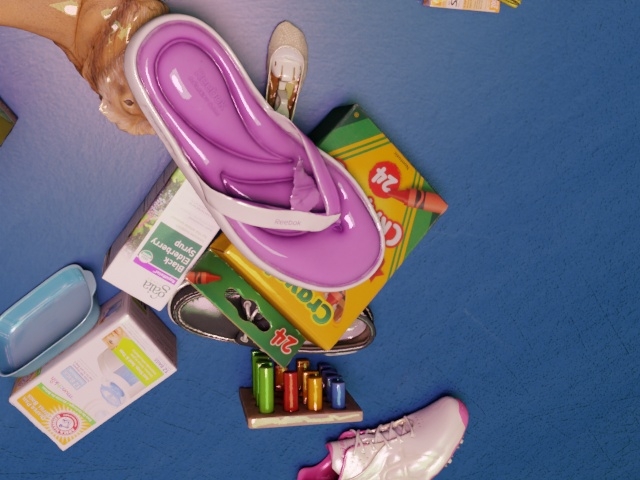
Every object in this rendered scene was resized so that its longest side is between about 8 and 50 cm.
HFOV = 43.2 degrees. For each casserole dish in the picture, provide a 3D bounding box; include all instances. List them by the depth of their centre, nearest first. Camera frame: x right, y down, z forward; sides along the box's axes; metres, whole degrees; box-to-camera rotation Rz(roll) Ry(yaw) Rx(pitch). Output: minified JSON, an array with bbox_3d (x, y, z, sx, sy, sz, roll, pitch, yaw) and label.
[{"bbox_3d":[-0.373,0.114,1.105,0.188,0.114,0.037,-37,140,4],"label":"casserole dish"}]

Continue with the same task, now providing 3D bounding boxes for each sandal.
[{"bbox_3d":[-0.066,-0.080,0.945,0.416,0.102,0.169,44,78,-23],"label":"sandal"}]

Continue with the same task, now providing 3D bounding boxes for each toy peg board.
[{"bbox_3d":[-0.033,0.208,1.181,0.161,0.161,0.079,-2,96,-10],"label":"toy peg board"}]

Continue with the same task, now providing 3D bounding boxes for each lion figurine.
[{"bbox_3d":[-0.328,-0.292,0.961,0.392,0.142,0.240,21,113,-3],"label":"lion figurine"}]

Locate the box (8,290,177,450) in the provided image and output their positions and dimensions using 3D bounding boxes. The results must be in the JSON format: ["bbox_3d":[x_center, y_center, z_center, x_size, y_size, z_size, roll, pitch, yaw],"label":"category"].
[{"bbox_3d":[-0.315,0.179,1.137,0.203,0.103,0.114,-35,112,3],"label":"box"}]

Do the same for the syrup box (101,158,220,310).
[{"bbox_3d":[-0.190,-0.032,1.088,0.093,0.096,0.237,33,100,-20],"label":"syrup box"}]

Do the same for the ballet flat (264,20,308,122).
[{"bbox_3d":[-0.046,-0.203,1.074,0.057,0.052,0.168,4,109,-12],"label":"ballet flat"}]

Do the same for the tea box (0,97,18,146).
[{"bbox_3d":[-0.548,-0.087,0.874,0.329,0.323,0.220,-35,113,2],"label":"tea box"}]

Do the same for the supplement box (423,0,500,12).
[{"bbox_3d":[0.191,-0.340,1.078,0.098,0.036,0.062,1,109,-11],"label":"supplement box"}]

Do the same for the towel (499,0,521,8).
[{"bbox_3d":[0.170,-0.395,1.035,0.237,0.021,0.102,23,88,-11],"label":"towel"}]

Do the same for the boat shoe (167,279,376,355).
[{"bbox_3d":[-0.067,0.107,1.165,0.303,0.091,0.114,0,110,-11],"label":"boat shoe"}]

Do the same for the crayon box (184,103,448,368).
[{"bbox_3d":[0.000,0.000,1.085,0.202,0.081,0.318,44,77,-20],"label":"crayon box"}]

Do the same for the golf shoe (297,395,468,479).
[{"bbox_3d":[0.095,0.342,1.276,0.306,0.115,0.140,-43,109,5],"label":"golf shoe"}]
